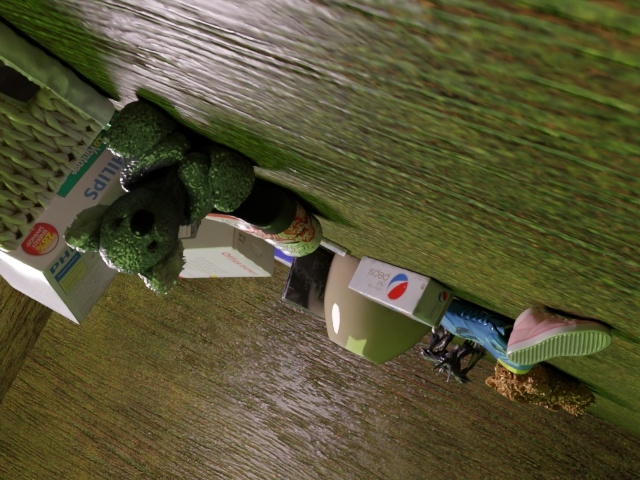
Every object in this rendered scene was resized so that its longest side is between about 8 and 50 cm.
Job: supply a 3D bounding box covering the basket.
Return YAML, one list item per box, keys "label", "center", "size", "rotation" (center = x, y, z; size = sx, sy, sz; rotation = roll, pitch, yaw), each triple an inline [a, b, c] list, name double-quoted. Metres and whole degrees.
- label: "basket"
  center: [-0.532, -0.186, 0.805]
  size: [0.332, 0.266, 0.328]
  rotation: [22, 172, 29]

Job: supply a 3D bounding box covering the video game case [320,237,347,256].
- label: "video game case"
  center: [0.000, 0.000, 1.298]
  size: [0.122, 0.011, 0.087]
  rotation: [27, 174, 3]

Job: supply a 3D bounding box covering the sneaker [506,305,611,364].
- label: "sneaker"
  center: [0.288, 0.105, 0.739]
  size: [0.051, 0.070, 0.134]
  rotation: [38, 142, -18]

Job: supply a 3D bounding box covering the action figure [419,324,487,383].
- label: "action figure"
  center: [0.368, 0.297, 1.675]
  size: [0.164, 0.140, 0.276]
  rotation: [28, -169, 13]

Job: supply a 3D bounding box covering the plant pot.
- label: "plant pot"
  center: [0.121, 0.174, 1.411]
  size: [0.284, 0.190, 0.284]
  rotation: [26, 175, 3]

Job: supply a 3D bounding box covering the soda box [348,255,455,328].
- label: "soda box"
  center: [0.145, 0.092, 1.128]
  size: [0.069, 0.073, 0.216]
  rotation: [30, 174, -29]

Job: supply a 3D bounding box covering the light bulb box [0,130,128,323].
- label: "light bulb box"
  center: [-0.590, -0.047, 1.436]
  size: [0.225, 0.357, 0.361]
  rotation: [27, 154, 4]

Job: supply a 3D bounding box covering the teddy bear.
- label: "teddy bear"
  center: [0.582, 0.369, 1.586]
  size: [0.338, 0.113, 0.245]
  rotation: [21, -176, -21]

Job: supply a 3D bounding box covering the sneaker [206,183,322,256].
- label: "sneaker"
  center: [-0.119, -0.048, 1.000]
  size: [0.270, 0.090, 0.145]
  rotation: [20, 169, 37]

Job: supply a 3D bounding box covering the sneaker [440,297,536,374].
- label: "sneaker"
  center: [0.294, 0.149, 1.076]
  size: [0.209, 0.069, 0.082]
  rotation: [34, 146, 28]

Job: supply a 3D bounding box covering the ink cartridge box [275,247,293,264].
- label: "ink cartridge box"
  center: [-0.070, 0.058, 1.908]
  size: [0.330, 0.071, 0.324]
  rotation: [30, 175, -40]

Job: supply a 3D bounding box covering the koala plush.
- label: "koala plush"
  center: [-0.230, -0.047, 0.850]
  size: [0.196, 0.221, 0.203]
  rotation: [28, 175, -16]

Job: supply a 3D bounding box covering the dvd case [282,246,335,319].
- label: "dvd case"
  center: [0.013, 0.110, 1.499]
  size: [0.221, 0.164, 0.018]
  rotation: [31, 152, -33]

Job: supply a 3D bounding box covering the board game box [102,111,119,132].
- label: "board game box"
  center: [-0.343, -0.187, 1.107]
  size: [0.136, 0.030, 0.259]
  rotation: [29, 175, 8]

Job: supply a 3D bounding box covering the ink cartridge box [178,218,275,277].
- label: "ink cartridge box"
  center: [-0.283, 0.000, 1.393]
  size: [0.307, 0.131, 0.226]
  rotation: [-3, 161, 17]
